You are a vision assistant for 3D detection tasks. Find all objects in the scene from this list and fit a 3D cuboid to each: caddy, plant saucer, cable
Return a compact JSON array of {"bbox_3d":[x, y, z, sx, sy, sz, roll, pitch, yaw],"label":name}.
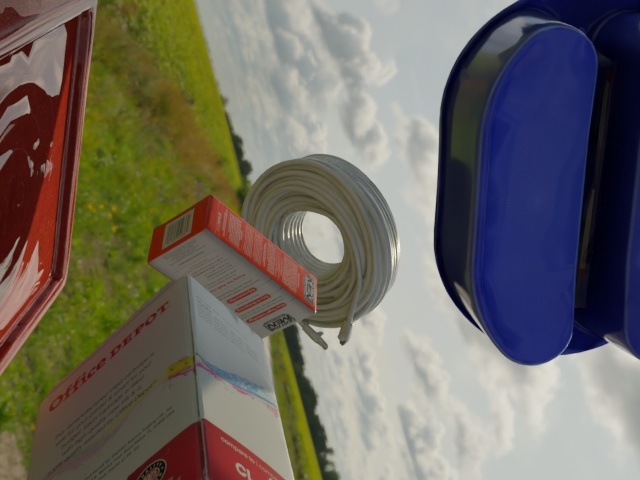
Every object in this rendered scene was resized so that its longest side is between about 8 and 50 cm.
[{"bbox_3d":[0.227,-0.048,0.739,0.179,0.241,0.341,-98,-171,-76],"label":"caddy"},{"bbox_3d":[-0.178,-0.021,0.442,0.258,0.047,0.259,-82,-175,-65],"label":"plant saucer"},{"bbox_3d":[0.000,0.000,1.240,0.257,0.089,0.257,42,-53,16],"label":"cable"}]

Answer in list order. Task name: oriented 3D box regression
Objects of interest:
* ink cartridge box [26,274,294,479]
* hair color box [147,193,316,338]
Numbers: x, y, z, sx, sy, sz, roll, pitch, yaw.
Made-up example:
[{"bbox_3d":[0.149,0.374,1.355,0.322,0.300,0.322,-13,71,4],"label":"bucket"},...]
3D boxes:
[{"bbox_3d":[-0.085,0.117,0.436,0.072,0.127,0.175,43,12,-26],"label":"ink cartridge box"},{"bbox_3d":[-0.074,0.027,0.738,0.141,0.072,0.043,41,34,-35],"label":"hair color box"}]
